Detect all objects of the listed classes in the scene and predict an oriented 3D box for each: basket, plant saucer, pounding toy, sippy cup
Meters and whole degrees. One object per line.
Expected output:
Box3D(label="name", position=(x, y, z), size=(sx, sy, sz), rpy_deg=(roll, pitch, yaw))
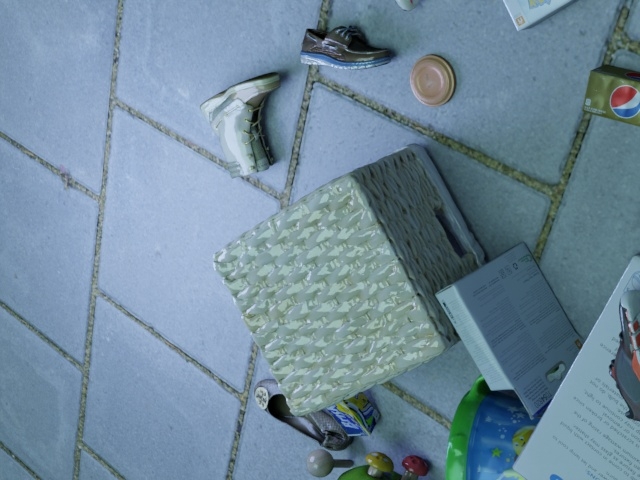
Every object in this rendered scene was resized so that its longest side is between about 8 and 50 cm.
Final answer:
Box3D(label="basket", position=(0.066, 0.065, 1.547), size=(0.331, 0.266, 0.328), rpy_deg=(-29, 89, 30))
Box3D(label="plant saucer", position=(0.178, -0.255, 1.531), size=(0.083, 0.013, 0.083), rpy_deg=(15, 115, 35))
Box3D(label="pounding toy", position=(0.110, 0.432, 1.780), size=(0.237, 0.183, 0.110), rpy_deg=(26, 97, 34))
Box3D(label="sippy cup", position=(0.342, 0.356, 1.509), size=(0.224, 0.240, 0.305), rpy_deg=(0, 132, 29))

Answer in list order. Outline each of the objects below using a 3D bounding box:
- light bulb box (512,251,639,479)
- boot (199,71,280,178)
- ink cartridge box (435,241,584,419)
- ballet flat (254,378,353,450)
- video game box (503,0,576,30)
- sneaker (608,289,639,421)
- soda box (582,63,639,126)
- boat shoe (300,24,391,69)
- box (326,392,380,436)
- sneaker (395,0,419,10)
Box3D(label="light bulb box", position=(0.480, 0.166, 1.210), size=(0.225, 0.358, 0.361), rpy_deg=(37, 128, 27))
Box3D(label="boot", position=(-0.125, -0.209, 1.761), size=(0.213, 0.077, 0.165), rpy_deg=(-17, 95, 48))
Box3D(label="ink cartridge box", position=(0.299, 0.135, 1.442), size=(0.045, 0.223, 0.224), rpy_deg=(-36, 81, 43))
Box3D(label="ballet flat", position=(-0.045, 0.355, 1.928), size=(0.250, 0.058, 0.084), rpy_deg=(27, 122, 30))
Box3D(label="video game box", position=(0.322, -0.421, 1.324), size=(0.205, 0.048, 0.187), rpy_deg=(-27, 91, 43))
Box3D(label="sneaker", position=(0.337, 0.131, 1.039), size=(0.065, 0.061, 0.158), rpy_deg=(-5, 101, 49))
Box3D(label="soda box", position=(0.455, -0.187, 1.296), size=(0.181, 0.058, 0.061), rpy_deg=(22, 120, 32))
Box3D(label="boat shoe", position=(0.036, -0.322, 1.587), size=(0.183, 0.066, 0.066), rpy_deg=(12, 113, 36))
Box3D(label="box", position=(0.039, 0.294, 1.794), size=(0.059, 0.054, 0.169), rpy_deg=(-14, 122, 42))
Box3D(label="sneaker", position=(0.157, -0.425, 1.451), size=(0.075, 0.057, 0.161), rpy_deg=(28, 120, 36))
